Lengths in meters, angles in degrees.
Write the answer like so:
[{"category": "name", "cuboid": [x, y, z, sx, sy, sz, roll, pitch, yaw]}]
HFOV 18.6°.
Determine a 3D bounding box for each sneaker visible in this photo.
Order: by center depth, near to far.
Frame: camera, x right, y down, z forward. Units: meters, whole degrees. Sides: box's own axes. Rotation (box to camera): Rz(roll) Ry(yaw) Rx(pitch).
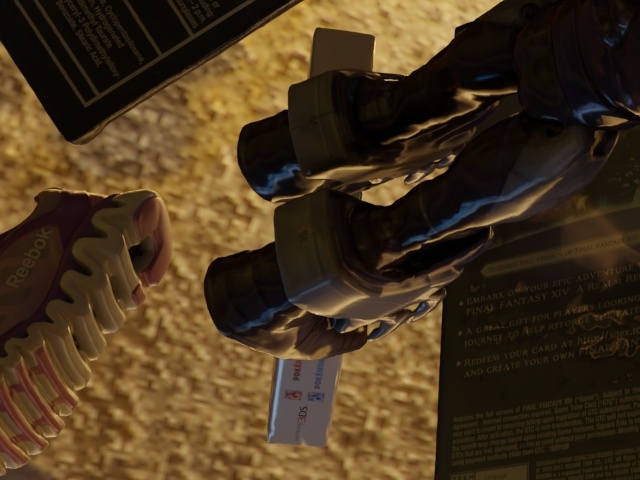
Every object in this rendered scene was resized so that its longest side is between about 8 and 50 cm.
[{"category": "sneaker", "cuboid": [-0.197, 0.052, 1.292, 0.104, 0.095, 0.236, 19, -124, 23]}]

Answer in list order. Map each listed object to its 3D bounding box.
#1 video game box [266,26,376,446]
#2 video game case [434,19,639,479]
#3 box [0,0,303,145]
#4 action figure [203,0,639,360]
[{"category": "video game box", "cuboid": [0.000, 0.000, 1.266, 0.187, 0.048, 0.205, 102, -5, -52]}, {"category": "video game case", "cuboid": [0.140, 0.000, 0.920, 0.196, 0.026, 0.274, -14, -118, 40]}, {"category": "box", "cuboid": [-0.125, -0.275, 1.381, 0.294, 0.183, 0.296, -31, -79, 7]}, {"category": "action figure", "cuboid": [0.079, -0.051, 0.628, 0.285, 0.099, 0.185, -27, -123, 46]}]
